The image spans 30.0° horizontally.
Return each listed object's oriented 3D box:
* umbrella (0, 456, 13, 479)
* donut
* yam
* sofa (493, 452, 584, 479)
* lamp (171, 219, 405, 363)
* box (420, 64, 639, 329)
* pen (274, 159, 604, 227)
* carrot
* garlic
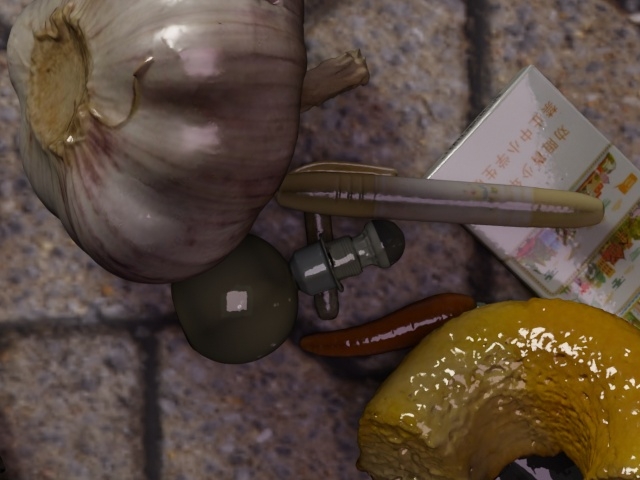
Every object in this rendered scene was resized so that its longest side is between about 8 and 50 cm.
[{"bbox_3d":[-0.298,0.223,0.793,0.357,0.113,0.106,-6,114,-6],"label":"umbrella"},{"bbox_3d":[0.155,0.108,0.802,0.259,0.101,0.152,6,54,28],"label":"donut"},{"bbox_3d":[0.000,0.000,0.862,0.021,0.021,0.116,-6,91,-6],"label":"yam"},{"bbox_3d":[0.148,0.177,0.864,0.147,0.060,0.085,-31,95,-5],"label":"sofa"},{"bbox_3d":[-0.019,0.025,0.822,0.163,0.091,0.091,-20,94,-1],"label":"lamp"},{"bbox_3d":[0.191,-0.011,0.877,0.220,0.032,0.122,43,86,-5],"label":"box"},{"bbox_3d":[0.084,-0.032,0.840,0.233,0.032,0.040,3,71,-3],"label":"pen"},{"bbox_3d":[0.055,0.064,0.865,0.142,0.035,0.035,-13,93,-2],"label":"carrot"},{"bbox_3d":[-0.065,-0.100,0.781,0.253,0.245,0.245,-5,93,-39],"label":"garlic"}]
